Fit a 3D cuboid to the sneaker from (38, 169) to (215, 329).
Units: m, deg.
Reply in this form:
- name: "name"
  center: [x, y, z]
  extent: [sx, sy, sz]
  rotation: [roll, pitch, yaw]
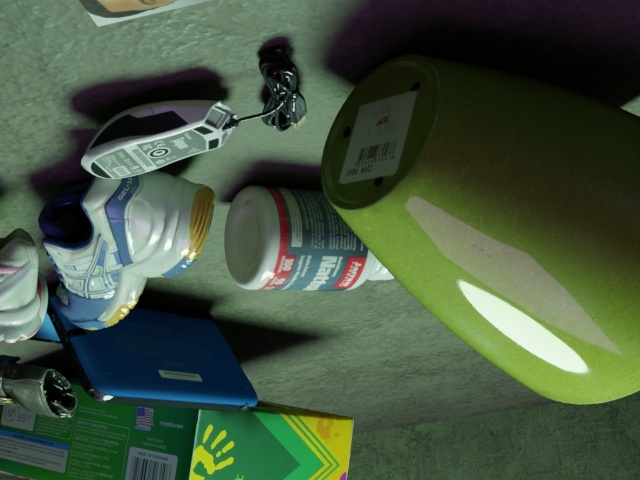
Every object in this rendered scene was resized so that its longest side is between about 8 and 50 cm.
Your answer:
- name: "sneaker"
  center: [-0.221, -0.003, 0.949]
  extent: [0.131, 0.111, 0.296]
  rotation: [22, 146, -25]

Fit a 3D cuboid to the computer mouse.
- name: "computer mouse"
  center: [-0.107, -0.101, 0.788]
  extent: [0.193, 0.042, 0.106]
  rotation: [-16, 164, 3]

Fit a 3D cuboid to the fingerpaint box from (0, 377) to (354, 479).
- name: "fingerpaint box"
  center: [-0.235, 0.316, 1.515]
  extent: [0.445, 0.163, 0.371]
  rotation: [1, 169, 37]

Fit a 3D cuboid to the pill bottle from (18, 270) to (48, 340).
- name: "pill bottle"
  center: [-0.384, 0.059, 1.029]
  extent: [0.087, 0.087, 0.160]
  rotation: [-24, 156, 36]

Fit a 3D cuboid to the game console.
- name: "game console"
  center: [-0.272, 0.166, 1.269]
  extent: [0.173, 0.250, 0.293]
  rotation: [-48, 145, 19]

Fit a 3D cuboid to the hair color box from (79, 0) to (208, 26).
- name: "hair color box"
  center: [-0.082, -0.178, 0.577]
  extent: [0.141, 0.043, 0.072]
  rotation: [-11, 161, 7]

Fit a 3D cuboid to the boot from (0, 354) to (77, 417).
- name: "boot"
  center: [-0.445, 0.207, 1.302]
  extent: [0.229, 0.091, 0.263]
  rotation: [12, 157, 1]

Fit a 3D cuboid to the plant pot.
- name: "plant pot"
  center: [0.155, -0.031, 0.822]
  extent: [0.294, 0.274, 0.275]
  rotation: [26, 143, -33]

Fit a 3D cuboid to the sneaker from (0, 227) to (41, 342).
- name: "sneaker"
  center: [-0.378, 0.008, 0.896]
  extent: [0.252, 0.111, 0.103]
  rotation: [14, -166, -15]

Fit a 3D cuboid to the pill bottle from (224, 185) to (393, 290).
- name: "pill bottle"
  center: [0.000, 0.000, 1.011]
  extent: [0.180, 0.107, 0.108]
  rotation: [2, 157, -30]
